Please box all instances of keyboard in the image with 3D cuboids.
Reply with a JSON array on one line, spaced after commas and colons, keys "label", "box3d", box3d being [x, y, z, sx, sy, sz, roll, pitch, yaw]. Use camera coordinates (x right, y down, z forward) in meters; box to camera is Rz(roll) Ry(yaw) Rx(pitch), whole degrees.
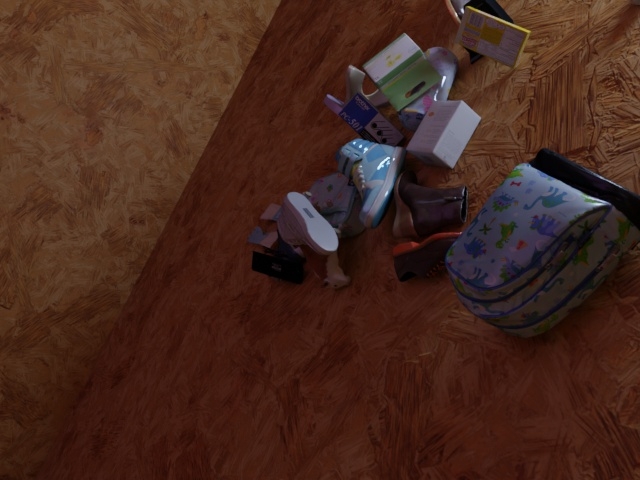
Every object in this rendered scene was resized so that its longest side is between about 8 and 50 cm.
[{"label": "keyboard", "box3d": [-0.140, 0.076, 1.966, 0.038, 0.192, 0.100, -38, -40, -62]}]

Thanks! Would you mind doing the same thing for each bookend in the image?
[{"label": "bookend", "box3d": [0.466, -0.638, 1.735, 0.156, 0.157, 0.072, -30, 39, 38]}]

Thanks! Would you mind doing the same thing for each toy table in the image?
[{"label": "toy table", "box3d": [0.145, -0.482, 2.006, 0.274, 0.252, 0.161, 41, 110, 26]}]

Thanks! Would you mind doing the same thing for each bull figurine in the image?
[{"label": "bull figurine", "box3d": [0.000, 0.000, 1.768, 0.310, 0.101, 0.188, 51, 125, 33]}]

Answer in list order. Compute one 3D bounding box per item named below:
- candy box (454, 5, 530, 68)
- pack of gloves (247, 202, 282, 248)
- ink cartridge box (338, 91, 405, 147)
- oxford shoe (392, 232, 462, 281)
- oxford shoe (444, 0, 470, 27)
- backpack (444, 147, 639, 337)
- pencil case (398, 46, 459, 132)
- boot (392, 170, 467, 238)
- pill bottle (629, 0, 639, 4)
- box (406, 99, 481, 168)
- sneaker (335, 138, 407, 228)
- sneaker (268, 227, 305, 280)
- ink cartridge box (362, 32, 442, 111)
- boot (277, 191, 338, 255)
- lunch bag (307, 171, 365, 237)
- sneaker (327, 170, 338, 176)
[{"label": "candy box", "box3d": [0.479, -0.572, 1.639, 0.206, 0.027, 0.105, 38, 136, 29]}, {"label": "pack of gloves", "box3d": [-0.181, -0.050, 2.275, 0.195, 0.046, 0.232, -53, 31, -15]}, {"label": "ink cartridge box", "box3d": [0.166, -0.373, 1.887, 0.097, 0.207, 0.046, -45, 2, 20]}, {"label": "oxford shoe", "box3d": [0.291, 0.043, 1.444, 0.271, 0.097, 0.098, -21, 65, 53]}, {"label": "oxford shoe", "box3d": [0.494, -0.854, 1.934, 0.132, 0.130, 0.364, -15, 51, 40]}, {"label": "backpack", "box3d": [0.419, 0.014, 1.140, 0.356, 0.273, 0.290, -62, 34, 18]}, {"label": "pencil case", "box3d": [0.335, -0.461, 1.799, 0.113, 0.124, 0.273, 86, -154, -69]}, {"label": "boot", "box3d": [0.304, -0.115, 1.588, 0.207, 0.090, 0.248, -16, 46, 32]}, {"label": "pill bottle", "box3d": [0.762, -0.603, 1.378, 0.043, 0.043, 0.083, -1, 62, 56]}, {"label": "box", "box3d": [0.349, -0.303, 1.659, 0.170, 0.091, 0.130, -59, 29, -3]}, {"label": "sneaker", "box3d": [0.120, -0.176, 1.722, 0.127, 0.208, 0.319, 97, -165, -49]}, {"label": "sneaker", "box3d": [-0.144, 0.046, 2.065, 0.163, 0.086, 0.226, -50, 32, 8]}, {"label": "ink cartridge box", "box3d": [0.245, -0.518, 1.785, 0.171, 0.056, 0.235, -36, 44, 11]}, {"label": "boot", "box3d": [-0.043, -0.018, 1.690, 0.258, 0.095, 0.123, 57, 135, 38]}, {"label": "lunch bag", "box3d": [0.052, -0.111, 1.900, 0.279, 0.108, 0.224, -11, 53, 52]}, {"label": "sneaker", "box3d": [0.101, -0.227, 1.996, 0.178, 0.072, 0.077, -5, 46, 45]}]
